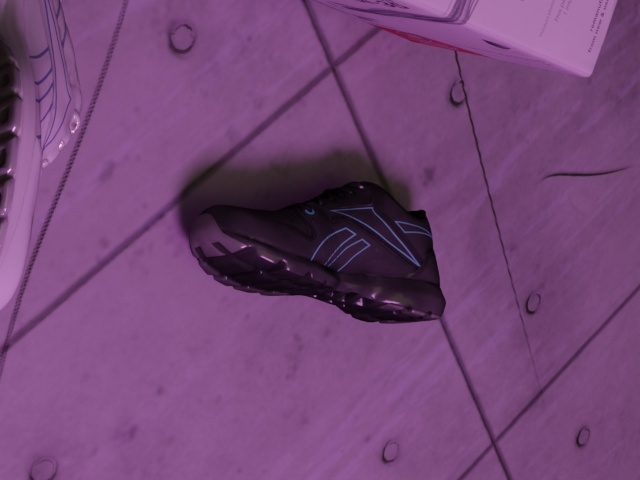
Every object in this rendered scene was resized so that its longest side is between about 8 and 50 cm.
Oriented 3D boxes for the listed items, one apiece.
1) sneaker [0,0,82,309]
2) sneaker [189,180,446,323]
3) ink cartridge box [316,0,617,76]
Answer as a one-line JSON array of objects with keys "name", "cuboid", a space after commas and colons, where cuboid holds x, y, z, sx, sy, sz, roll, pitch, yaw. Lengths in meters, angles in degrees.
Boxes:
[{"name": "sneaker", "cuboid": [-0.189, -0.084, 0.798, 0.129, 0.111, 0.297, 44, 36, -53]}, {"name": "sneaker", "cuboid": [0.000, 0.000, 1.113, 0.267, 0.101, 0.106, 17, 73, -44]}, {"name": "ink cartridge box", "cuboid": [0.058, -0.222, 0.977, 0.283, 0.207, 0.117, 12, 96, -43]}]
